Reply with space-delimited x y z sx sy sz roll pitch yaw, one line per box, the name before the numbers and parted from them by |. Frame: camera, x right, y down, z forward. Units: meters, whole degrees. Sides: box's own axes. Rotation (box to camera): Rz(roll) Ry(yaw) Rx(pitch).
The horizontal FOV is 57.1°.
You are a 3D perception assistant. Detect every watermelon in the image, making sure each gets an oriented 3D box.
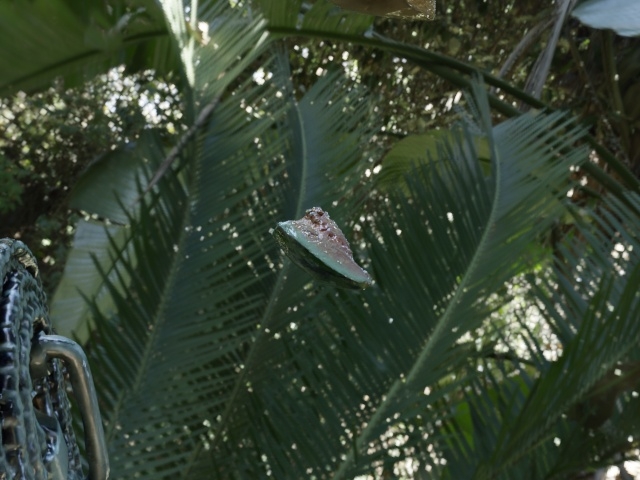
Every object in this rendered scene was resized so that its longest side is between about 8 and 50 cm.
watermelon | -0.004 0.010 0.753 0.155 0.080 0.101 54 0 20

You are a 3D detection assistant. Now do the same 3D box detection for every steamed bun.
steamed bun | 0.098 -0.485 1.012 0.231 0.111 0.213 9 -46 6

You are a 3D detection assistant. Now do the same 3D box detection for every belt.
belt | -0.220 0.145 0.367 0.160 0.295 0.207 -8 14 -16
